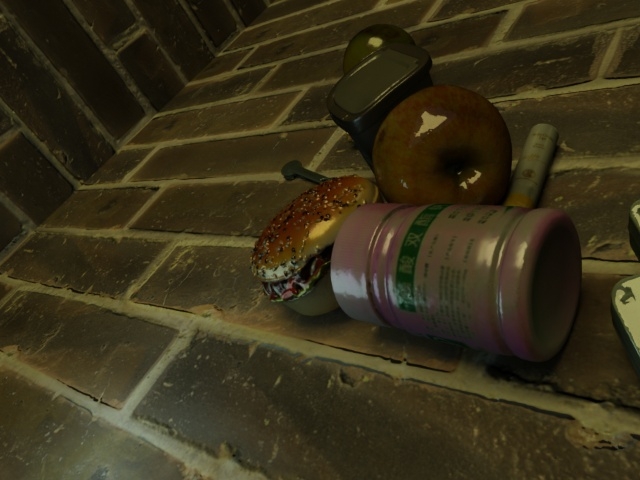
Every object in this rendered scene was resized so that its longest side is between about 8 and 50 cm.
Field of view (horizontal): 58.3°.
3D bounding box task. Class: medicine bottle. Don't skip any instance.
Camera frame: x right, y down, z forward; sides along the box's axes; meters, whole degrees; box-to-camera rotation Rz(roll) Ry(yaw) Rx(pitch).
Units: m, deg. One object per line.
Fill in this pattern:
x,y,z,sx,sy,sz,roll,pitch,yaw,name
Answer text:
0.198,0.048,0.870,0.325,0.212,0.212,7,51,44,medicine bottle

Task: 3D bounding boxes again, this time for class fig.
0.179,-0.506,1.598,0.230,0.207,0.207,-43,34,-21,fig

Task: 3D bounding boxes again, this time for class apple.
0.224,-0.145,1.044,0.264,0.264,0.264,-22,35,17,apple

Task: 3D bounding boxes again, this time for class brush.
-0.018,-0.163,1.493,0.062,0.027,0.266,-44,39,-15,brush

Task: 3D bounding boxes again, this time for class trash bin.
0.164,-0.253,1.244,0.219,0.250,0.220,-34,33,1,trash bin

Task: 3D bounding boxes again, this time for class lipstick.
0.384,-0.117,1.060,0.059,0.059,0.264,-1,46,39,lipstick

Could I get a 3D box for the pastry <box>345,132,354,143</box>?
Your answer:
0.129,-0.307,1.519,0.080,0.056,0.140,14,53,34,pastry

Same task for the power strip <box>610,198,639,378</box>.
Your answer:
0.458,0.050,0.665,0.229,0.141,0.261,-22,54,15,power strip

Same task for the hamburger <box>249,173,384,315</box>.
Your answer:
0.000,0.000,1.092,0.300,0.176,0.300,-37,20,16,hamburger
